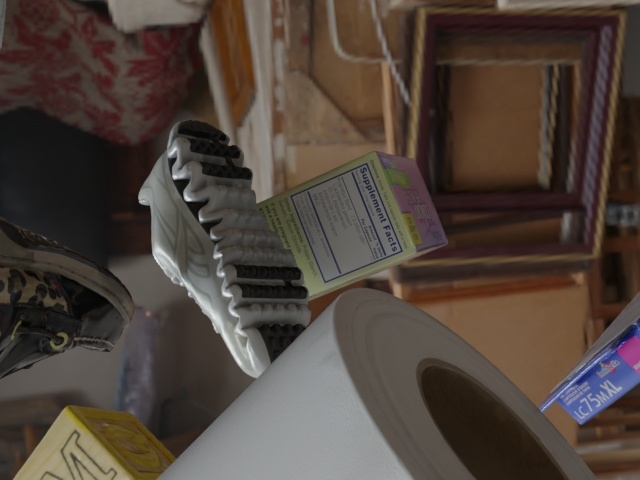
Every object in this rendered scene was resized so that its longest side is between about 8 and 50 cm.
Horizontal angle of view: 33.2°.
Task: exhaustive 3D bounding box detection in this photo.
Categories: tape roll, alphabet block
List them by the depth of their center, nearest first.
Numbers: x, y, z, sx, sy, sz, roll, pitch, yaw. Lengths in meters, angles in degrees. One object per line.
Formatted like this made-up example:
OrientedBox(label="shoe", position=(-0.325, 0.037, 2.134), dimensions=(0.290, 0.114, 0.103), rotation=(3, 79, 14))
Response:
OrientedBox(label="tape roll", position=(0.043, 0.169, 0.591), dimensions=(0.169, 0.246, 0.246), rotation=(-46, 157, 16))
OrientedBox(label="alphabet block", position=(-0.359, 0.406, 1.749), dimensions=(0.193, 0.197, 0.192), rotation=(39, -174, 26))

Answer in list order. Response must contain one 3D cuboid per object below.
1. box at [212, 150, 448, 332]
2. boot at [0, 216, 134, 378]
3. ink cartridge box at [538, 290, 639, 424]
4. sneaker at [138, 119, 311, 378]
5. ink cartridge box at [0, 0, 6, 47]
OrientedBox(label="box", position=(0.000, 0.000, 1.234), dimensions=(0.243, 0.117, 0.213), rotation=(-22, 176, 16))
OrientedBox(label="boot", position=(-0.284, 0.124, 0.815), dimensions=(0.138, 0.284, 0.377), rotation=(13, 169, 14))
OrientedBox(label="ink cartridge box", position=(0.385, 0.103, 1.265), dimensions=(0.311, 0.065, 0.186), rotation=(-34, 165, -37))
OrientedBox(label="sneaker", position=(-0.102, 0.021, 1.079), dimensions=(0.110, 0.292, 0.118), rotation=(13, 134, -47))
OrientedBox(label="ink cartridge box", position=(-0.495, -0.299, 1.249), dimensions=(0.160, 0.219, 0.092), rotation=(-22, 143, -43))
